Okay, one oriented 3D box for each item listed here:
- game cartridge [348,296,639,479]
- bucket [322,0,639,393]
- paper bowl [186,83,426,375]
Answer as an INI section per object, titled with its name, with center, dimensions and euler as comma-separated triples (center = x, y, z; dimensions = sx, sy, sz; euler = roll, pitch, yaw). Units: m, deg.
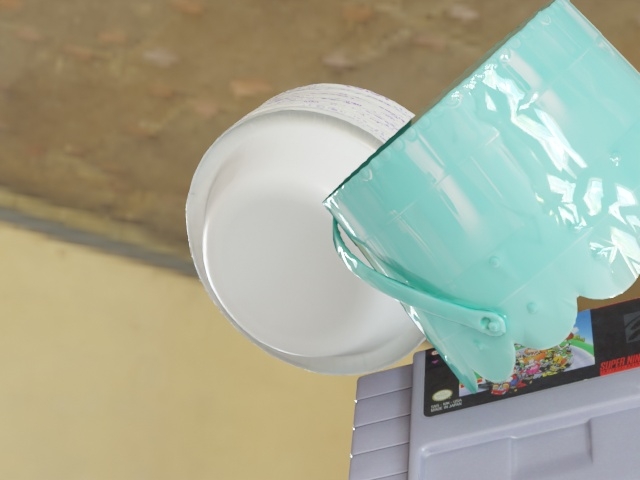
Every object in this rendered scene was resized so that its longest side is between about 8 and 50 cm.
[game cartridge]
center = 0.194, 0.152, 1.556
dimensions = 0.355, 0.230, 0.068
euler = -15, -53, 14
[bucket]
center = 0.147, -0.038, 1.395
dimensions = 0.183, 0.281, 0.281
euler = 49, -27, -1
[paper bowl]
center = 0.000, 0.000, 1.832
dimensions = 0.284, 0.284, 0.148
euler = -5, 19, 27
